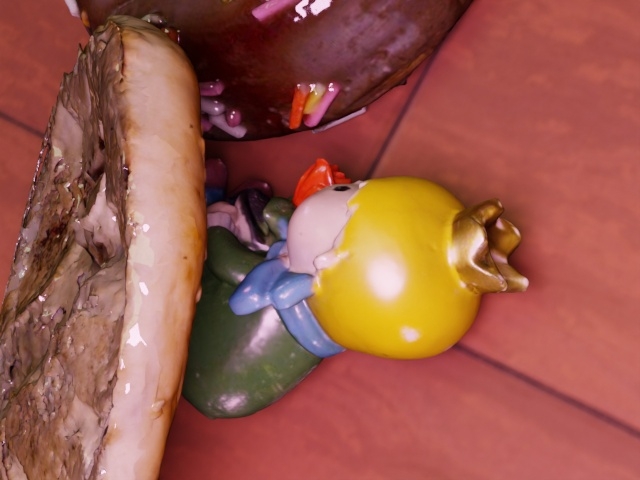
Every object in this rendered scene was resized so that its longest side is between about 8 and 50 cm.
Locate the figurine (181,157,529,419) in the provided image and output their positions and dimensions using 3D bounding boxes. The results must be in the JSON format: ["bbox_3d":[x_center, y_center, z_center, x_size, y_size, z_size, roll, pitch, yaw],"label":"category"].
[{"bbox_3d":[0.010,0.002,1.184,0.234,0.127,0.185,-33,42,32],"label":"figurine"}]

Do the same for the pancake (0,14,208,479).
[{"bbox_3d":[-0.145,0.049,1.190,0.387,0.082,0.387,-169,90,-71],"label":"pancake"}]

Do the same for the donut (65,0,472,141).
[{"bbox_3d":[-0.055,-0.202,1.305,0.345,0.136,0.259,30,86,42],"label":"donut"}]
